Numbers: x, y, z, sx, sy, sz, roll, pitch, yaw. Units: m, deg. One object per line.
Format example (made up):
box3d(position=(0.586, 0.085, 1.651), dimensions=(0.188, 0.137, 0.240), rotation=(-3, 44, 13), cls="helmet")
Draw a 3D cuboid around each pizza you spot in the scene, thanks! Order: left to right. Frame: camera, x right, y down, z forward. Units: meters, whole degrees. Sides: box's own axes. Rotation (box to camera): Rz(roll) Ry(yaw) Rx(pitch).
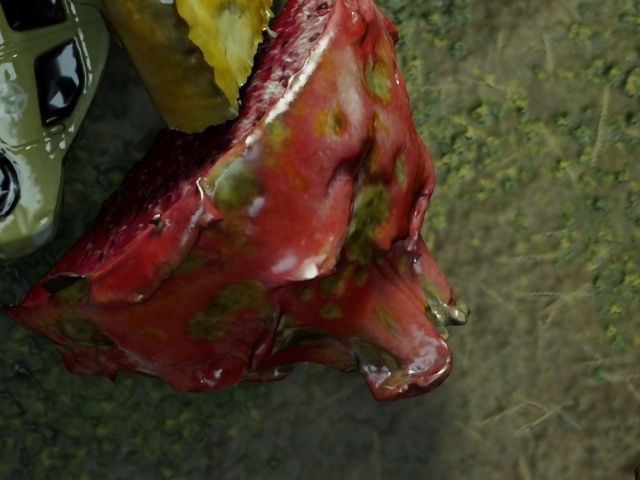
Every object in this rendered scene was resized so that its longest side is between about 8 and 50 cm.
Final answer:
box3d(position=(-0.097, -0.213, 0.985), dimensions=(0.089, 0.223, 0.323), rotation=(-17, 94, 20), cls="pizza")

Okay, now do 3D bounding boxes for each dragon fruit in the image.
box3d(position=(0.000, 0.000, 1.018), dimensions=(0.211, 0.134, 0.262), rotation=(43, 75, -27), cls="dragon fruit")

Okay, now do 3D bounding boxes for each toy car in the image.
box3d(position=(-0.173, -0.120, 1.019), dimensions=(0.124, 0.101, 0.257), rotation=(-20, 93, -13), cls="toy car")

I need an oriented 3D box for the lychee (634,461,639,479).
box3d(position=(0.249, 0.169, 1.043), dimensions=(0.188, 0.188, 0.188), rotation=(0, 92, -7), cls="lychee")
